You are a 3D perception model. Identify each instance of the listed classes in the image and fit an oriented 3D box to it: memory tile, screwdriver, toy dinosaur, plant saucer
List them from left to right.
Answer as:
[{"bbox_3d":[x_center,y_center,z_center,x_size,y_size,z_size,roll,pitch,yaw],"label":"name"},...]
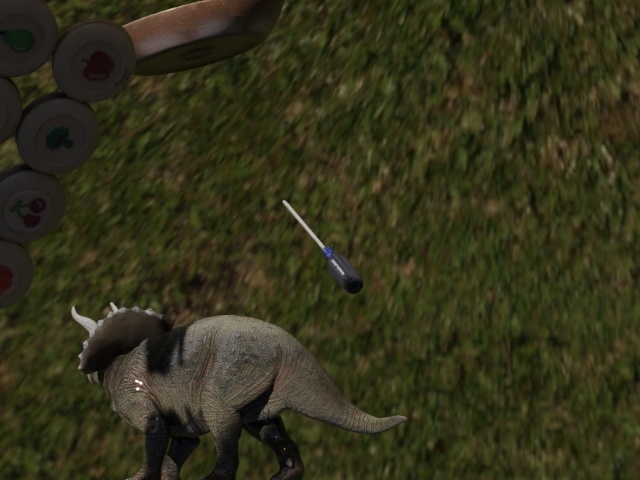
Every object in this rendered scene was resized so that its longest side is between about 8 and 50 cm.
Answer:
[{"bbox_3d":[-0.151,-0.039,0.736,0.113,0.012,0.148,16,112,-32],"label":"memory tile"},{"bbox_3d":[-0.128,-0.203,1.761,0.198,0.198,0.036,-15,86,11],"label":"plant saucer"},{"bbox_3d":[-0.090,0.125,1.455,0.313,0.121,0.160,-3,85,24],"label":"toy dinosaur"},{"bbox_3d":[0.000,0.000,1.804,0.024,0.170,0.025,5,124,-35],"label":"screwdriver"}]
